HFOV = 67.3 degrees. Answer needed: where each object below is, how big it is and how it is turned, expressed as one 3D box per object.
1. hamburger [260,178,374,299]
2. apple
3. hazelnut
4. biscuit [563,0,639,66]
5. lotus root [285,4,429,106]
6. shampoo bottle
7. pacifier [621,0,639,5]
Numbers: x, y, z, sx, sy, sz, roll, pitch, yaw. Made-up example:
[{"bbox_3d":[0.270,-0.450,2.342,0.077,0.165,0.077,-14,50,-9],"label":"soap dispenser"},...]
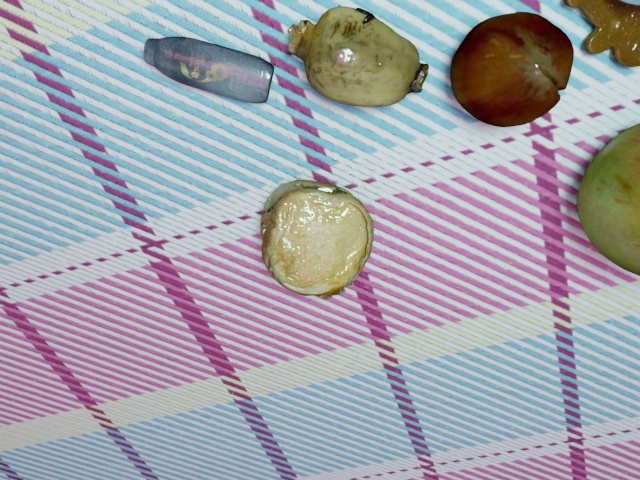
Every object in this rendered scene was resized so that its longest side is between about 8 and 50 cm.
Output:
[{"bbox_3d":[0.000,0.000,1.030,0.243,0.146,0.286,-33,108,12],"label":"hamburger"},{"bbox_3d":[0.657,-0.070,0.887,0.319,0.277,0.319,1,119,1],"label":"apple"},{"bbox_3d":[0.328,-0.287,0.811,0.208,0.208,0.208,1,121,1],"label":"hazelnut"},{"bbox_3d":[0.520,-0.391,0.842,0.205,0.031,0.138,42,107,-18],"label":"biscuit"},{"bbox_3d":[0.067,-0.318,0.840,0.257,0.140,0.154,11,127,-11],"label":"lotus root"},{"bbox_3d":[-0.207,-0.323,0.896,0.234,0.049,0.087,14,118,-6],"label":"shampoo bottle"},{"bbox_3d":[0.518,-0.507,0.703,0.207,0.227,0.279,-31,102,-29],"label":"pacifier"}]
